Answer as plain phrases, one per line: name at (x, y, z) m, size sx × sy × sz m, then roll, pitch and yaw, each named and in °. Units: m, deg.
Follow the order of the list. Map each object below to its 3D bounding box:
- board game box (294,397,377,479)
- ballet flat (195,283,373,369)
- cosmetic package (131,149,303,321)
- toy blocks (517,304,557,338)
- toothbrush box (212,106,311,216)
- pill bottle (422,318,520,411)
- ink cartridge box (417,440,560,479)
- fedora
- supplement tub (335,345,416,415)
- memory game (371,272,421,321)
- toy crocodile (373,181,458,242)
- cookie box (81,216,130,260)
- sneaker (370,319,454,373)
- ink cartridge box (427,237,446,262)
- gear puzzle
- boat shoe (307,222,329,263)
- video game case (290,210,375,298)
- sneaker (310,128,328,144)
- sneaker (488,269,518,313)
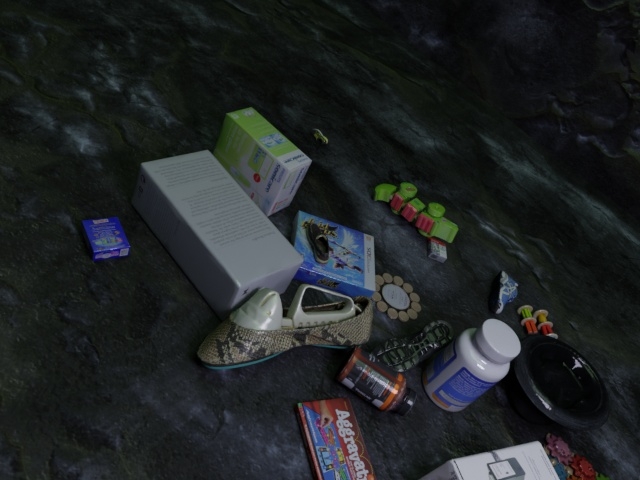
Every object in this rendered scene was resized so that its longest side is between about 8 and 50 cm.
board game box at (0.044, 0.499, 1.204) m, size 0.145 × 0.027 × 0.281 m, roll 4°, pitch 47°, yaw -30°
ballet flat at (-0.071, 0.194, 1.321) m, size 0.483 × 0.181 × 0.164 m, roll -1°, pitch 21°, yaw -31°
cosmetic package at (-0.287, -0.028, 1.435) m, size 0.230 × 0.161 × 0.453 m, roll -22°, pitch 63°, yaw -44°
toy blocks at (0.747, 0.303, 1.805) m, size 0.123 × 0.054 × 0.148 m, roll 16°, pitch 43°, yaw -18°
toothbrush box at (-0.196, -0.251, 1.682) m, size 0.283 × 0.206 × 0.122 m, roll 43°, pitch 41°, yaw 13°
pill bottle at (0.401, 0.329, 1.402) m, size 0.153 × 0.272 × 0.152 m, roll 17°, pitch 43°, yaw -16°
ink cartridge box at (0.370, 0.564, 1.203) m, size 0.273 × 0.198 × 0.114 m, roll 2°, pitch 49°, yaw -29°
fedora at (0.669, 0.435, 1.547) m, size 0.334 × 0.152 × 0.333 m, roll 18°, pitch 41°, yaw -17°
supplement tub at (0.143, 0.362, 1.342) m, size 0.198 × 0.106 × 0.106 m, roll 33°, pitch 40°, yaw 4°
memory game at (0.234, 0.177, 1.656) m, size 0.186 × 0.012 × 0.186 m, roll 17°, pitch 42°, yaw -16°
toy crocodile at (0.345, -0.105, 1.918) m, size 0.341 × 0.115 × 0.105 m, roll 39°, pitch 41°, yaw 20°
cookie box at (-0.549, -0.006, 1.347) m, size 0.092 × 0.040 × 0.107 m, roll -10°, pitch 55°, yaw -37°
sneaker at (0.250, 0.313, 1.471) m, size 0.268 × 0.106 × 0.101 m, roll -18°, pitch 63°, yaw -18°
ink cartridge box at (0.420, 0.024, 1.909) m, size 0.063 × 0.029 × 0.115 m, roll 21°, pitch 42°, yaw -10°
gear puzzle at (0.746, 0.683, 1.426) m, size 0.339 × 0.044 × 0.175 m, roll 40°, pitch 41°, yaw 10°
boat shoe at (0.000, 0.000, 1.571) m, size 0.056 × 0.049 × 0.152 m, roll 2°, pitch 47°, yaw -27°
video game case at (0.038, 0.044, 1.636) m, size 0.270 × 0.061 × 0.244 m, roll 19°, pitch 41°, yaw -14°
sneaker at (-0.008, -0.411, 2.090) m, size 0.083 × 0.031 × 0.035 m, roll 40°, pitch 42°, yaw 11°
sneaker at (0.644, 0.185, 1.843) m, size 0.081 × 0.080 × 0.211 m, roll 32°, pitch 41°, yaw 6°
